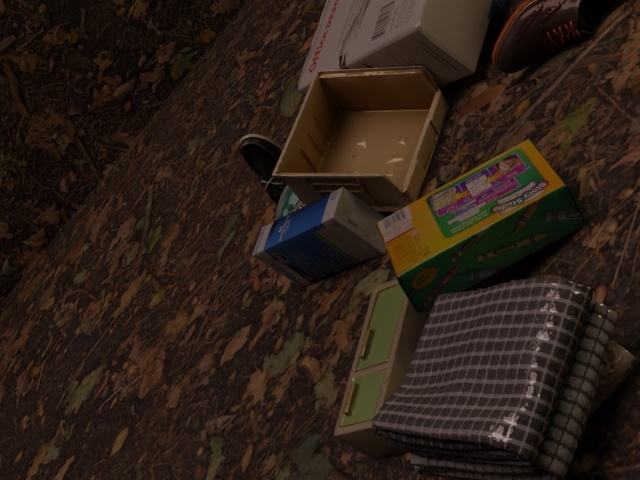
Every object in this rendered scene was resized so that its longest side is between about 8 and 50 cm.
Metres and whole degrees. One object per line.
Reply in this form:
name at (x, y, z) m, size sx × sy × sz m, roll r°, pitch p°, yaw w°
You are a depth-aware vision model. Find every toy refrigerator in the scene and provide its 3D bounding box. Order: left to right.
toy refrigerator at (0.111, 0.189, 1.534) m, size 0.102 × 0.094 × 0.269 m, roll -24°, pitch 40°, yaw 47°

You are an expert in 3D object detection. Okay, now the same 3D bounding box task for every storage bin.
storage bin at (0.084, -0.195, 1.924) m, size 0.260 × 0.123 × 0.262 m, roll 3°, pitch 57°, yaw 32°

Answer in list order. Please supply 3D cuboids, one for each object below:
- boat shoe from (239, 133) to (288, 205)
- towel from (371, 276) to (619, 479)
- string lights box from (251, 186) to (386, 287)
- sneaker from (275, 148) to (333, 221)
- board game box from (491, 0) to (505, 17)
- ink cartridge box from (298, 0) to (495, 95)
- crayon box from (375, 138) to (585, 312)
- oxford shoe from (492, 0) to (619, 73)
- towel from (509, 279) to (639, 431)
boat shoe at (-0.090, -0.132, 2.112) m, size 0.084 × 0.233 × 0.079 m, roll -24°, pitch 34°, yaw 26°
towel at (0.209, 0.172, 1.245) m, size 0.284 × 0.121 × 0.235 m, roll -12°, pitch 49°, yaw 55°
string lights box at (0.000, 0.000, 1.909) m, size 0.260 × 0.133 × 0.076 m, roll -23°, pitch 40°, yaw 48°
sneaker at (0.010, -0.119, 2.067) m, size 0.302 × 0.108 × 0.121 m, roll -62°, pitch 22°, yaw -17°
board game box at (0.309, -0.488, 2.078) m, size 0.201 × 0.035 × 0.136 m, roll -26°, pitch 37°, yaw 46°
ink cartridge box at (0.159, -0.436, 2.043) m, size 0.395 × 0.166 × 0.285 m, roll -16°, pitch 49°, yaw 52°
crayon box at (0.234, -0.025, 1.495) m, size 0.278 × 0.081 × 0.165 m, roll -29°, pitch 30°, yaw 8°
oxford shoe at (0.409, -0.376, 1.704) m, size 0.271 × 0.097 × 0.098 m, roll -43°, pitch 34°, yaw 25°
towel at (0.281, 0.170, 1.316) m, size 0.187 × 0.049 × 0.282 m, roll -54°, pitch 26°, yaw 5°
